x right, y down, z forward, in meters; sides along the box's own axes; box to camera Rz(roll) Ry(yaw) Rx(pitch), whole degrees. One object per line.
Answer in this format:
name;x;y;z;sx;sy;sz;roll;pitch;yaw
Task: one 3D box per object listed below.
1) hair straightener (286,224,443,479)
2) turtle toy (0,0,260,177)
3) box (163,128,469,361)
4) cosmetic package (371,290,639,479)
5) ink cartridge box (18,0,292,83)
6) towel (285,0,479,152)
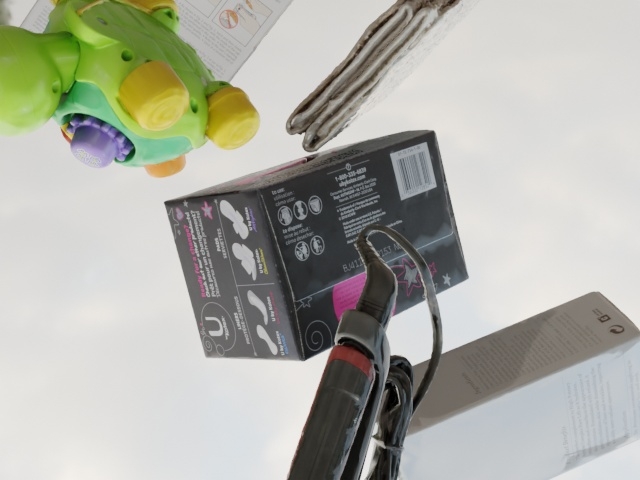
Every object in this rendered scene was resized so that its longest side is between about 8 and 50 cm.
hair straightener;0.004;0.107;0.487;0.047;0.230;0.089;11;175;28
turtle toy;-0.093;-0.067;0.479;0.095;0.066;0.130;53;-158;24
box;0.000;0.000;1.091;0.142;0.163;0.247;-6;-169;45
cosmetic package;0.157;0.144;0.966;0.231;0.117;0.085;-20;-149;-10
ink cartridge box;-0.146;-0.206;1.031;0.224;0.181;0.056;-49;-168;19
towel;0.072;-0.186;1.097;0.187;0.049;0.282;-44;180;25
